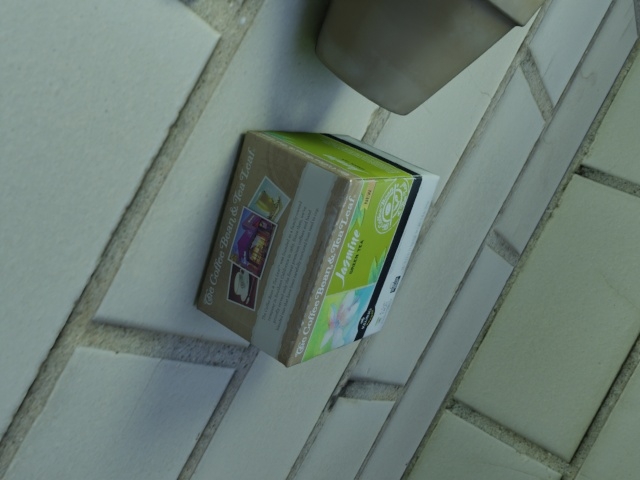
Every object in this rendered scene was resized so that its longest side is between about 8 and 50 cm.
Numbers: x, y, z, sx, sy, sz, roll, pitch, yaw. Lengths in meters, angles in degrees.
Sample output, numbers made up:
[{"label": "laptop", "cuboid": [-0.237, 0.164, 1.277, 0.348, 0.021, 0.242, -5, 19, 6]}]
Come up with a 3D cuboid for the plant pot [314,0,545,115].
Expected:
[{"label": "plant pot", "cuboid": [0.145, -0.363, 1.206, 0.280, 0.323, 0.323, -55, 155, 21]}]

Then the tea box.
[{"label": "tea box", "cuboid": [0.000, 0.000, 1.330, 0.323, 0.220, 0.329, -10, 123, -55]}]
